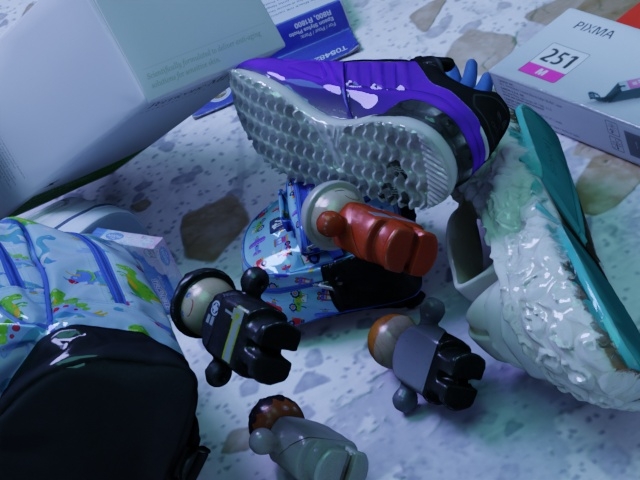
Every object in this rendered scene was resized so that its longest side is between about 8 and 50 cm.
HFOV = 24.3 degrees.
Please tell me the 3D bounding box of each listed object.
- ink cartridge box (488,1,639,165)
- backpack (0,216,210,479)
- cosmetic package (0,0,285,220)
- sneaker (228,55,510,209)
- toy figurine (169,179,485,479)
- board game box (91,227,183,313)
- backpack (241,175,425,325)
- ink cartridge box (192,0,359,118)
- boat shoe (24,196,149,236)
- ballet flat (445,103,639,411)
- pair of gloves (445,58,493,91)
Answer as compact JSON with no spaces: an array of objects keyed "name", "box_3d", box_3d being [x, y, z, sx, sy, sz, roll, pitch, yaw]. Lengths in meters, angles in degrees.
[{"name":"ink cartridge box","box_3d":[0.346,-0.178,1.483,0.239,0.060,0.275,-39,39,-18]},{"name":"backpack","box_3d":[-0.243,0.119,1.254,0.273,0.290,0.355,16,24,-11]},{"name":"cosmetic package","box_3d":[-0.231,-0.165,1.528,0.197,0.155,0.365,-28,1,-40]},{"name":"sneaker","box_3d":[0.049,-0.118,1.346,0.293,0.102,0.146,23,49,41]},{"name":"toy figurine","box_3d":[0.006,0.079,1.214,0.213,0.209,0.148,-37,32,-17]},{"name":"board game box","box_3d":[-0.177,0.031,1.472,0.090,0.090,0.020,7,44,35]},{"name":"backpack","box_3d":[0.000,0.000,1.396,0.173,0.117,0.158,-16,37,12]},{"name":"ink cartridge box","box_3d":[-0.081,-0.259,1.826,0.223,0.045,0.224,-23,36,1]},{"name":"boat shoe","box_3d":[-0.356,0.062,1.496,0.367,0.135,0.156,-39,39,-25]},{"name":"ballet flat","box_3d":[0.181,0.030,1.269,0.147,0.147,0.409,-18,32,7]},{"name":"pair of gloves","box_3d":[0.086,-0.126,1.569,0.198,0.023,0.159,-14,33,25]}]
